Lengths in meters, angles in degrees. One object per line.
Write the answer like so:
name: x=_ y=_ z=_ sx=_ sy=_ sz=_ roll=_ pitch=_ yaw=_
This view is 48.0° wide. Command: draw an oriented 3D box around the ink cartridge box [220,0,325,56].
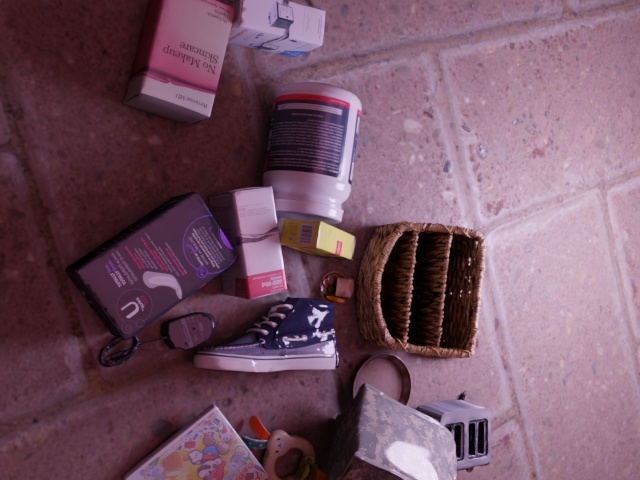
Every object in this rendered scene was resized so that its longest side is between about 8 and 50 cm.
ink cartridge box: x=-0.107 y=-0.455 z=1.516 sx=0.191 sy=0.140 sz=0.082 roll=3 pitch=90 yaw=-29

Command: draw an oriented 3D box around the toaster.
toaster: x=0.325 y=0.478 z=1.772 sx=0.168 sy=0.110 sz=0.185 roll=1 pitch=89 yaw=-30

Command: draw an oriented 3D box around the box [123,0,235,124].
box: x=-0.280 y=-0.366 z=1.426 sx=0.149 sy=0.127 sz=0.232 roll=15 pitch=82 yaw=-29

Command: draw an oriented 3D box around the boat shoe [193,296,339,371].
boat shoe: x=-0.111 y=0.198 z=1.534 sx=0.341 sy=0.127 sz=0.158 roll=6 pitch=80 yaw=-37

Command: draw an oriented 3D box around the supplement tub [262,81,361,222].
supplement tub: x=-0.020 y=-0.184 z=1.533 sx=0.191 sy=0.191 sz=0.272 roll=11 pitch=84 yaw=-29

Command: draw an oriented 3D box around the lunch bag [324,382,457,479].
lunch bag: x=0.170 y=0.487 z=1.563 sx=0.287 sy=0.235 sz=0.169 roll=28 pitch=119 yaw=-7

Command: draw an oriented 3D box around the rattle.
rattle: x=-0.074 y=0.474 z=1.536 sx=0.130 sy=0.142 sz=0.199 roll=-31 pitch=115 yaw=-1

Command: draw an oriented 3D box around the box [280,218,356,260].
box: x=0.000 y=0.000 z=1.534 sx=0.232 sy=0.088 sz=0.058 roll=23 pitch=73 yaw=-69

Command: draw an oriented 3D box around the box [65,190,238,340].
box: x=-0.325 y=0.045 z=1.389 sx=0.270 sy=0.143 sz=0.165 roll=-37 pitch=105 yaw=-24

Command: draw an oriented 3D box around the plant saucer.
plant saucer: x=0.142 y=0.352 z=1.716 sx=0.169 sy=0.029 sz=0.168 roll=0 pitch=91 yaw=-29

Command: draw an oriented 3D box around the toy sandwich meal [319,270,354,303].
toy sandwich meal: x=0.038 y=0.110 z=1.658 sx=0.086 sy=0.029 sz=0.085 roll=0 pitch=90 yaw=-29

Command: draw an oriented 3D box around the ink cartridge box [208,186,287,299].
ink cartridge box: x=-0.152 y=0.002 z=1.478 sx=0.092 sy=0.159 sz=0.217 roll=-12 pitch=96 yaw=-27

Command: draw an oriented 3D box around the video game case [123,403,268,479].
video game case: x=-0.252 y=0.486 z=1.481 sx=0.227 sy=0.026 sz=0.206 roll=-38 pitch=108 yaw=-16

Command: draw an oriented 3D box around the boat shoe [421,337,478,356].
boat shoe: x=0.331 y=0.267 z=1.803 sx=0.178 sy=0.060 sz=0.064 roll=0 pitch=90 yaw=-29

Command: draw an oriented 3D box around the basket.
basket: x=0.223 y=0.107 z=1.652 sx=0.214 sy=0.223 sz=0.299 roll=11 pitch=86 yaw=-29

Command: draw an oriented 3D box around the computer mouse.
computer mouse: x=-0.328 y=0.201 z=1.454 sx=0.242 sy=0.041 sz=0.071 roll=-14 pitch=88 yaw=-22
